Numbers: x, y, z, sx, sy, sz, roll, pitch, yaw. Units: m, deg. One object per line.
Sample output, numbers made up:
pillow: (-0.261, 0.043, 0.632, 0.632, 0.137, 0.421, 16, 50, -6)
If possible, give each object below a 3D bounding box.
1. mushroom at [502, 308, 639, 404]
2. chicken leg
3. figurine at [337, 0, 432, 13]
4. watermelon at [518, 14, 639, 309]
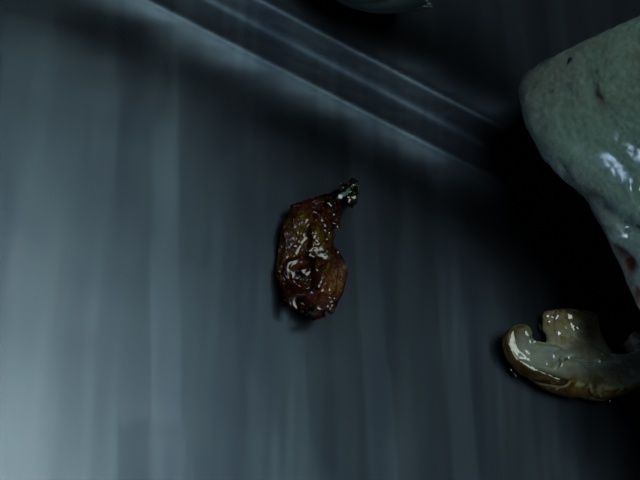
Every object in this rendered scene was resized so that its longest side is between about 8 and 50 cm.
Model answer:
mushroom: (0.137, 0.059, 0.757, 0.101, 0.019, 0.049, 4, 67, -31)
chicken leg: (-0.002, 0.001, 0.698, 0.036, 0.021, 0.083, 18, 56, -13)
figurine: (0.029, -0.160, 0.755, 0.086, 0.094, 0.082, 23, 96, 10)
watermelon: (0.225, -0.045, 0.756, 0.258, 0.228, 0.387, 24, 53, -10)
